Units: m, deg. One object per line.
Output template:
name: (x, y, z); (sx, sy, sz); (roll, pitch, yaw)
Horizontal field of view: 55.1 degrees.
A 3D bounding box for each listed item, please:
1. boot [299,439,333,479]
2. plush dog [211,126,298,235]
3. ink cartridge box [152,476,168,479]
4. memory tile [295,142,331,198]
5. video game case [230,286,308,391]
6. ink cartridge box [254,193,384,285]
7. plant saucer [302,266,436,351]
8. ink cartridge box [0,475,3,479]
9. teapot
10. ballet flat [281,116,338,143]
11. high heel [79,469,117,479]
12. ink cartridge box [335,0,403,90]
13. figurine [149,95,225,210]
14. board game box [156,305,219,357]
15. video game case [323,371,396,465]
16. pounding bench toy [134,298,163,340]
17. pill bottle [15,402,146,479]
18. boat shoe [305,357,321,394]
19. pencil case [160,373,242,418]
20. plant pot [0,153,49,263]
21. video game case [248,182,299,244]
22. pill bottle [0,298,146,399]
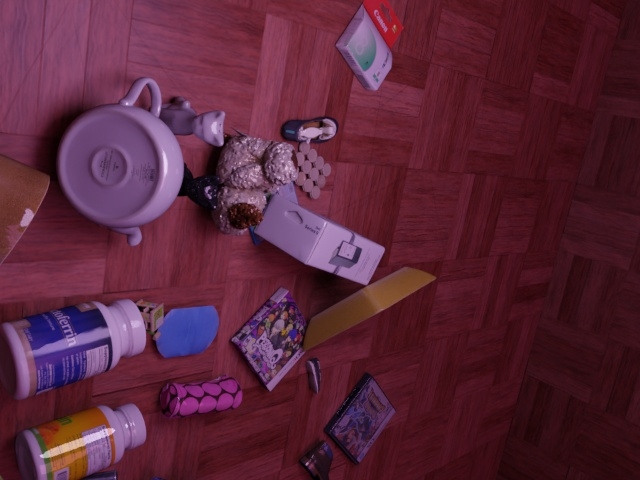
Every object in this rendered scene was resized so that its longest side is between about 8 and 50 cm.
boot: (0.018, 0.765, 2.067); (0.106, 0.082, 0.219); (-44, 131, -21)
plush dog: (-0.185, -0.120, 1.419); (0.211, 0.262, 0.225); (16, 84, -15)
ink cartridge box: (-0.395, 0.782, 1.574); (0.395, 0.151, 0.270); (-57, 147, -15)
memory tile: (-0.030, -0.189, 1.661); (0.148, 0.012, 0.113); (42, 66, -46)
video game case: (-0.129, 0.283, 1.745); (0.210, 0.042, 0.232); (-46, 133, -25)
ink cartridge box: (0.000, 0.000, 1.618); (0.289, 0.211, 0.121); (23, 95, -52)
plant saucer: (0.130, 0.185, 1.805); (0.333, 0.333, 0.081); (-20, 80, -51)
ink cartridge box: (-0.758, 0.448, 1.126); (0.255, 0.097, 0.188); (-35, 128, -32)
teapot: (-0.373, -0.150, 1.210); (0.256, 0.252, 0.187); (-34, -179, 11)
ballet flat: (-0.009, -0.287, 1.611); (0.203, 0.074, 0.074); (-13, 115, -43)
high heel: (-0.568, 0.623, 1.437); (0.186, 0.093, 0.261); (-2, 128, -16)
ink cartridge box: (0.153, -0.556, 1.680); (0.224, 0.056, 0.181); (-57, 137, -9)
figurine: (-0.270, -0.183, 1.281); (0.092, 0.209, 0.215); (-7, 111, -44)
board game box: (-0.334, 0.219, 1.517); (0.169, 0.033, 0.133); (-1, 112, -40)
video game case: (0.147, 0.637, 2.181); (0.248, 0.035, 0.275); (-49, 135, -19)
pounding bench toy: (-0.400, 0.185, 1.404); (0.052, 0.065, 0.083); (-51, 147, -67)
pill bottle: (-0.517, 0.443, 1.342); (0.246, 0.136, 0.136); (-11, 114, -43)
boat shoe: (-0.015, 0.423, 1.919); (0.038, 0.046, 0.125); (-25, 114, -32)
pencil case: (-0.308, 0.398, 1.576); (0.095, 0.098, 0.209); (-36, 152, 34)
plant pot: (-0.617, -0.079, 0.983); (0.254, 0.237, 0.237); (38, 78, -32)
video game case: (-0.125, -0.079, 1.618); (0.166, 0.015, 0.119); (-37, 130, -30)
pill bottle: (-0.503, 0.210, 1.248); (0.265, 0.153, 0.153); (-14, 116, -43)
